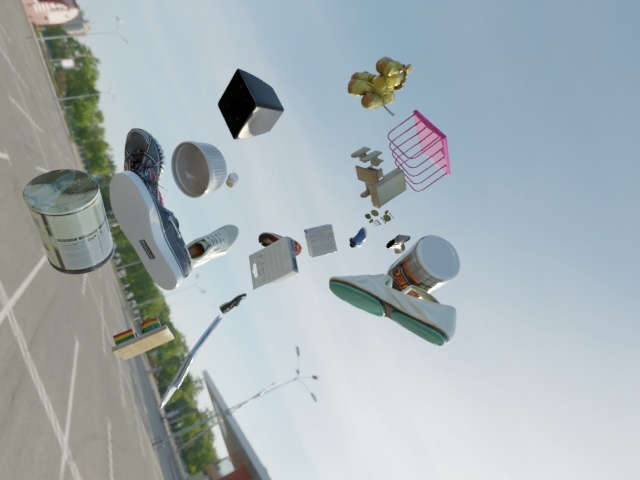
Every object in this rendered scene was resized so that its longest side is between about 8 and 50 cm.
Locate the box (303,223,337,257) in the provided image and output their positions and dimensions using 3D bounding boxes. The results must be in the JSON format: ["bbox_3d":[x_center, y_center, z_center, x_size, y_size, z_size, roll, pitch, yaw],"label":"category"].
[{"bbox_3d":[0.000,0.000,2.111,0.072,0.126,0.137,-158,-124,-73],"label":"box"}]

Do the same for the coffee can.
[{"bbox_3d":[-0.782,-0.055,1.401,0.201,0.202,0.275,55,-32,34],"label":"coffee can"}]

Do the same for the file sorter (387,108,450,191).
[{"bbox_3d":[0.429,-0.379,1.957,0.202,0.182,0.290,54,1,30],"label":"file sorter"}]

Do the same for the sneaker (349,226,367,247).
[{"bbox_3d":[0.206,-0.012,2.495,0.058,0.085,0.152,60,-29,29],"label":"sneaker"}]

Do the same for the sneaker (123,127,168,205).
[{"bbox_3d":[-0.539,-0.201,1.344,0.112,0.121,0.298,61,19,-82],"label":"sneaker"}]

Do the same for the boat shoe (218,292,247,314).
[{"bbox_3d":[-0.352,0.258,1.815,0.038,0.125,0.046,55,-18,21],"label":"boat shoe"}]

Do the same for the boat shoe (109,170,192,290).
[{"bbox_3d":[-0.384,-0.031,1.045,0.108,0.102,0.300,-7,-63,26],"label":"boat shoe"}]

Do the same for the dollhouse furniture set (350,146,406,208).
[{"bbox_3d":[0.219,-0.252,1.895,0.242,0.161,0.212,30,-34,48],"label":"dollhouse furniture set"}]

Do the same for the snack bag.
[{"bbox_3d":[-0.543,0.511,1.857,0.342,0.037,0.323,-57,-177,20],"label":"snack bag"}]

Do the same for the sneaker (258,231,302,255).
[{"bbox_3d":[-0.193,0.008,2.154,0.087,0.226,0.092,-64,-164,10],"label":"sneaker"}]

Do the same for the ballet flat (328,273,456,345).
[{"bbox_3d":[0.219,0.177,1.333,0.401,0.139,0.139,23,-47,25],"label":"ballet flat"}]

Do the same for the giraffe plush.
[{"bbox_3d":[0.224,-0.563,1.561,0.210,0.181,0.170,30,-43,-8],"label":"giraffe plush"}]

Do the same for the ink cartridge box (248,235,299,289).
[{"bbox_3d":[-0.216,0.108,2.042,0.233,0.066,0.188,-29,-123,28],"label":"ink cartridge box"}]

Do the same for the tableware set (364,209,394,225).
[{"bbox_3d":[0.315,-0.126,2.388,0.104,0.154,0.024,53,-34,21],"label":"tableware set"}]

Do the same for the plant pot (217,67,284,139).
[{"bbox_3d":[-0.253,-0.510,1.693,0.188,0.167,0.187,-44,-116,40],"label":"plant pot"}]

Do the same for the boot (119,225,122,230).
[{"bbox_3d":[-0.699,-0.122,1.653,0.086,0.069,0.189,-52,-142,35],"label":"boot"}]

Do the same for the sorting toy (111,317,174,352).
[{"bbox_3d":[-0.877,0.476,2.189,0.089,0.256,0.257,62,-19,16],"label":"sorting toy"}]

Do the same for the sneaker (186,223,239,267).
[{"bbox_3d":[-0.366,0.016,1.483,0.087,0.229,0.092,52,-26,4],"label":"sneaker"}]

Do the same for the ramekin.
[{"bbox_3d":[-0.442,-0.265,1.643,0.207,0.109,0.206,10,-71,32],"label":"ramekin"}]

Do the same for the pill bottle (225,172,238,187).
[{"bbox_3d":[-0.346,-0.239,1.741,0.043,0.044,0.083,70,-22,5],"label":"pill bottle"}]

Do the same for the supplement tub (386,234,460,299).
[{"bbox_3d":[0.410,0.137,1.861,0.207,0.207,0.338,64,-29,19],"label":"supplement tub"}]

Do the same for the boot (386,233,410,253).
[{"bbox_3d":[0.276,0.017,1.628,0.042,0.087,0.118,58,-38,28],"label":"boot"}]
